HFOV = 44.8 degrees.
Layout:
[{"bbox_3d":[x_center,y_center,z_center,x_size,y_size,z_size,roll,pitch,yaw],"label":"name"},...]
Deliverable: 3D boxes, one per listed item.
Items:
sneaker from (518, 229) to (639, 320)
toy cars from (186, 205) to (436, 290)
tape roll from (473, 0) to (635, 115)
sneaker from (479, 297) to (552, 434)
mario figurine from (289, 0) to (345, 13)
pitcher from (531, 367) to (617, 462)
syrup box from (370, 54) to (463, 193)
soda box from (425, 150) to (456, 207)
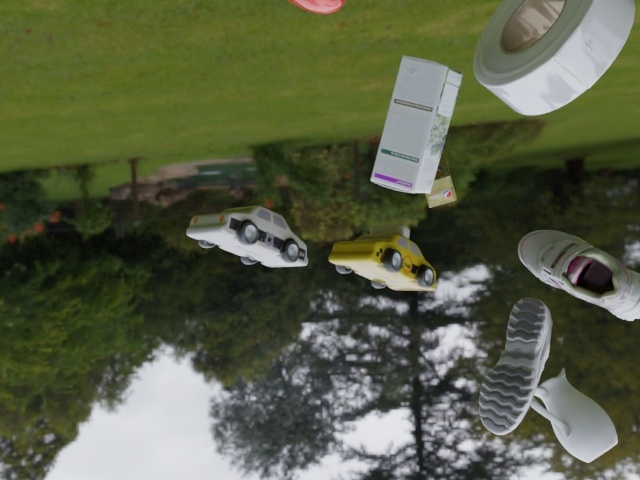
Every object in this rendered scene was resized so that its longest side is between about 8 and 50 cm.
[{"bbox_3d":[0.441,0.043,1.332,0.252,0.102,0.111,28,-177,43],"label":"sneaker"},{"bbox_3d":[0.000,0.000,1.167,0.394,0.087,0.176,11,165,-8],"label":"toy cars"},{"bbox_3d":[0.411,-0.368,1.391,0.100,0.286,0.286,32,164,-26],"label":"tape roll"},{"bbox_3d":[0.414,0.262,1.570,0.105,0.281,0.115,20,176,41],"label":"sneaker"},{"bbox_3d":[0.011,-0.442,0.989,0.198,0.320,0.170,-1,164,0],"label":"mario figurine"},{"bbox_3d":[0.572,0.410,1.796,0.178,0.207,0.125,-8,145,-43],"label":"pitcher"},{"bbox_3d":[0.177,-0.209,1.431,0.096,0.236,0.093,20,-168,26],"label":"syrup box"},{"bbox_3d":[0.251,-0.135,1.681,0.061,0.058,0.181,-16,-160,10],"label":"soda box"}]
